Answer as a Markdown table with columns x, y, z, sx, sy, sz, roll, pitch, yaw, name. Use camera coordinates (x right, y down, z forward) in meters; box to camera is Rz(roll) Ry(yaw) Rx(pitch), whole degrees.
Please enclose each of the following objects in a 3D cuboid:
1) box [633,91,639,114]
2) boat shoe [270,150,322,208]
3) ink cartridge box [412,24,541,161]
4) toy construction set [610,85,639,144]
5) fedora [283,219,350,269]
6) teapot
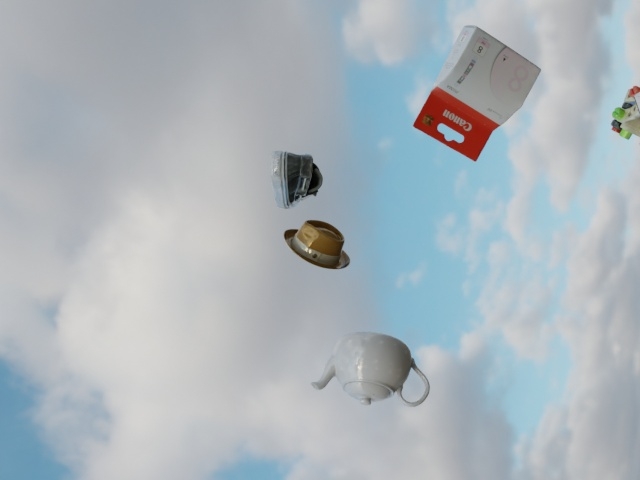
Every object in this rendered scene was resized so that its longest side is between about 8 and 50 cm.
| x | y | z | sx | sy | sz | roll | pitch | yaw | name |
| --- | --- | --- | --- | --- | --- | --- | --- | --- | --- |
| 0.821 | -0.260 | 1.744 | 0.290 | 0.169 | 0.087 | 22 | -130 | -38 | box |
| -0.054 | -0.145 | 2.076 | 0.335 | 0.119 | 0.121 | 61 | -147 | -84 | boat shoe |
| 0.327 | -0.300 | 1.714 | 0.189 | 0.066 | 0.232 | 25 | -87 | -26 | ink cartridge box |
| 0.876 | -0.283 | 2.115 | 0.328 | 0.151 | 0.215 | 37 | -166 | -20 | toy construction set |
| 0.000 | 0.000 | 2.176 | 0.194 | 0.194 | 0.079 | -20 | -40 | -59 | fedora |
| 0.151 | 0.395 | 2.421 | 0.252 | 0.256 | 0.187 | 35 | -128 | -37 | teapot |
